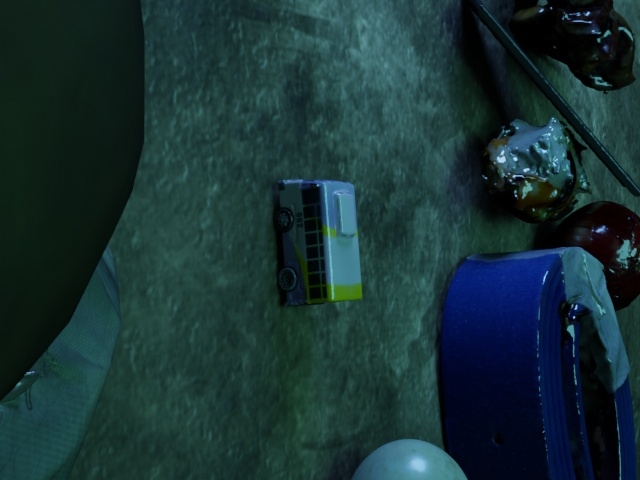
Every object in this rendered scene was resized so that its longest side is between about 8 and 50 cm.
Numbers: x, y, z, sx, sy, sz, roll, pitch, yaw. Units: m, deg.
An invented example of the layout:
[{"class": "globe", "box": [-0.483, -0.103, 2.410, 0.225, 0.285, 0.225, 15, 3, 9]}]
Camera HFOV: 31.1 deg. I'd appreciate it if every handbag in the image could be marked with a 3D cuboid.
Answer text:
[{"class": "handbag", "box": [-0.182, 0.068, 0.608, 0.182, 0.117, 0.271, 77, 21, -67]}]

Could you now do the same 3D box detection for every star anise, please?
[{"class": "star anise", "box": [0.269, -0.255, 1.246, 0.125, 0.190, 0.220, -28, 112, -7]}]

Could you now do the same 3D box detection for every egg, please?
[{"class": "egg", "box": [0.072, 0.238, 0.931, 0.114, 0.114, 0.152, -3, 91, -53]}]

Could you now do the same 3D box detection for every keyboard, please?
[{"class": "keyboard", "box": [0.212, -0.194, 1.190, 0.381, 0.041, 0.103, 51, 12, -20]}]

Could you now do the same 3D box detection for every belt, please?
[{"class": "belt", "box": [0.225, 0.180, 1.144, 0.212, 0.117, 0.347, -15, 97, -52]}]

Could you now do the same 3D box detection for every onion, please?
[{"class": "onion", "box": [0.310, 0.019, 1.285, 0.131, 0.131, 0.131, 11, 76, -52]}]

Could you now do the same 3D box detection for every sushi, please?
[{"class": "sushi", "box": [0.225, -0.076, 1.194, 0.097, 0.103, 0.226, 53, 16, 17]}]

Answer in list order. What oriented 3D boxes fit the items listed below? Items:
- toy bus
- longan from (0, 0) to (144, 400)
[{"class": "toy bus", "box": [0.000, 0.000, 0.916, 0.052, 0.058, 0.102, 1, 85, -54]}, {"class": "longan", "box": [-0.248, -0.061, 0.372, 0.404, 0.336, 0.405, -26, 137, -27]}]
